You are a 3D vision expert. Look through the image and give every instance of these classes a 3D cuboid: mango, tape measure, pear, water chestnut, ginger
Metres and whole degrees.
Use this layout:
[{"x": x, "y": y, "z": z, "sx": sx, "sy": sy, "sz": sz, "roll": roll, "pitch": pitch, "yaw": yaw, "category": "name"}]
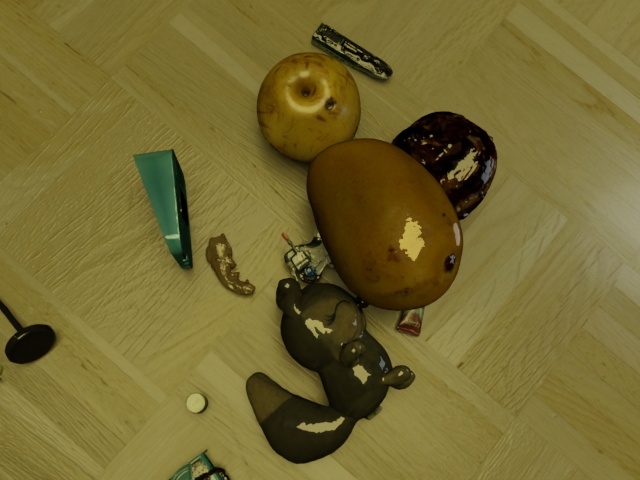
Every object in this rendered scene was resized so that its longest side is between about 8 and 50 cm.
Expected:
[{"x": 0.130, "y": -0.048, "z": 1.576, "sx": 0.300, "sy": 0.232, "sz": 0.445, "roll": -47, "pitch": 59, "yaw": 20, "category": "mango"}, {"x": -0.274, "y": 0.560, "z": 1.588, "sx": 0.146, "sy": 0.081, "sz": 0.125, "roll": -36, "pitch": 79, "yaw": -12, "category": "tape measure"}, {"x": -0.027, "y": -0.326, "z": 1.733, "sx": 0.281, "sy": 0.280, "sz": 0.280, "roll": 1, "pitch": 76, "yaw": -5, "category": "pear"}, {"x": 0.282, "y": -0.185, "z": 1.720, "sx": 0.300, "sy": 0.300, "sz": 0.299, "roll": 1, "pitch": 76, "yaw": -5, "category": "water chestnut"}, {"x": -0.226, "y": 0.066, "z": 1.731, "sx": 0.070, "sy": 0.051, "sz": 0.173, "roll": -30, "pitch": 86, "yaw": -6, "category": "ginger"}]

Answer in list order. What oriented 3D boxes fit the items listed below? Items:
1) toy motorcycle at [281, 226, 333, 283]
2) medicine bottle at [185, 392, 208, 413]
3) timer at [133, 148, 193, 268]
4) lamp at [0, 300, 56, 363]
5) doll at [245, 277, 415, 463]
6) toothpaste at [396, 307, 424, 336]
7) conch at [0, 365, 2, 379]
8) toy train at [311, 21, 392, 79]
[{"x": 0.000, "y": 0.000, "z": 1.741, "sx": 0.221, "sy": 0.102, "sz": 0.150, "roll": -39, "pitch": 95, "yaw": -13, "category": "toy motorcycle"}, {"x": -0.283, "y": 0.374, "z": 1.630, "sx": 0.047, "sy": 0.083, "sz": 0.047, "roll": 1, "pitch": 76, "yaw": -5, "category": "medicine bottle"}, {"x": -0.357, "y": -0.064, "z": 1.655, "sx": 0.091, "sy": 0.232, "sz": 0.249, "roll": -10, "pitch": 76, "yaw": -6, "category": "timer"}, {"x": -0.770, "y": 0.125, "z": 1.634, "sx": 0.130, "sy": 0.108, "sz": 0.371, "roll": -40, "pitch": 83, "yaw": -12, "category": "lamp"}, {"x": -0.024, "y": 0.273, "z": 1.600, "sx": 0.379, "sy": 0.252, "sz": 0.382, "roll": -41, "pitch": 77, "yaw": -13, "category": "doll"}, {"x": 0.248, "y": 0.118, "z": 1.764, "sx": 0.062, "sy": 0.039, "sz": 0.239, "roll": 19, "pitch": 78, "yaw": -7, "category": "toothpaste"}, {"x": -0.812, "y": 0.284, "z": 1.615, "sx": 0.170, "sy": 0.079, "sz": 0.105, "roll": 9, "pitch": 81, "yaw": -19, "category": "conch"}, {"x": 0.087, "y": -0.493, "z": 1.890, "sx": 0.234, "sy": 0.051, "sz": 0.052, "roll": 32, "pitch": 76, "yaw": 0, "category": "toy train"}]
